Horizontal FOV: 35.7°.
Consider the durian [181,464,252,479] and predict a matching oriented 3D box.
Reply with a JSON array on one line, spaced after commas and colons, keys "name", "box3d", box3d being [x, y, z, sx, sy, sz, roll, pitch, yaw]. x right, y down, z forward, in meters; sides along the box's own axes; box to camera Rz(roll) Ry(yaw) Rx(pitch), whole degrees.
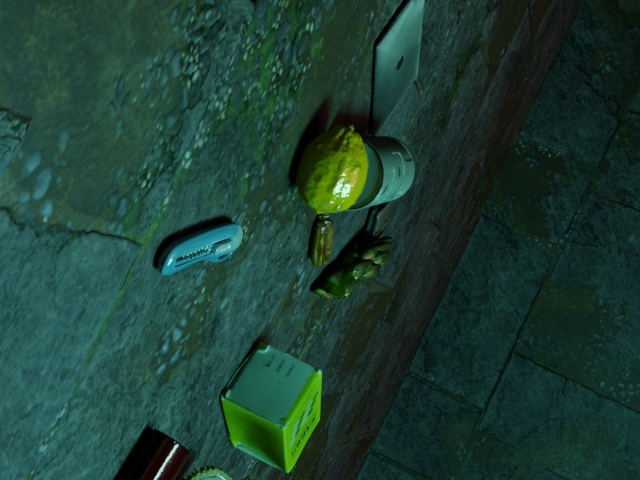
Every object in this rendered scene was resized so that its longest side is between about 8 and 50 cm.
[{"name": "durian", "box3d": [-0.214, 0.487, 1.693, 0.237, 0.193, 0.137, -39, -166, -37]}]

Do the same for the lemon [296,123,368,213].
[{"name": "lemon", "box3d": [0.020, -0.114, 1.598, 0.114, 0.114, 0.155, -23, 131, -68]}]

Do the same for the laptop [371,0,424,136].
[{"name": "laptop", "box3d": [0.142, -0.331, 1.845, 0.188, 0.015, 0.269, -57, 163, -26]}]

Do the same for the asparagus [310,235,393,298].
[{"name": "asparagus", "box3d": [0.075, 0.062, 2.105, 0.287, 0.080, 0.080, -40, 152, -44]}]

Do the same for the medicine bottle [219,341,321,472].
[{"name": "medicine bottle", "box3d": [-0.087, 0.316, 1.868, 0.137, 0.141, 0.250, -60, 164, -29]}]

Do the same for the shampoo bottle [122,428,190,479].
[{"name": "shampoo bottle", "box3d": [-0.289, 0.414, 1.483, 0.260, 0.064, 0.102, -59, 164, -19]}]

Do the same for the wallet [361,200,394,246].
[{"name": "wallet", "box3d": [0.126, -0.025, 2.233, 0.118, 0.038, 0.153, -47, 158, -53]}]

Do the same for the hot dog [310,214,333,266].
[{"name": "hot dog", "box3d": [0.000, 0.000, 1.863, 0.049, 0.037, 0.122, -36, 144, -39]}]

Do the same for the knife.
[{"name": "knife", "box3d": [-0.158, 0.012, 1.354, 0.064, 0.031, 0.222, -65, 165, 17]}]

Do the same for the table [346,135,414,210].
[{"name": "table", "box3d": [0.083, -0.123, 1.767, 0.126, 0.126, 0.220, -68, 165, 13]}]
